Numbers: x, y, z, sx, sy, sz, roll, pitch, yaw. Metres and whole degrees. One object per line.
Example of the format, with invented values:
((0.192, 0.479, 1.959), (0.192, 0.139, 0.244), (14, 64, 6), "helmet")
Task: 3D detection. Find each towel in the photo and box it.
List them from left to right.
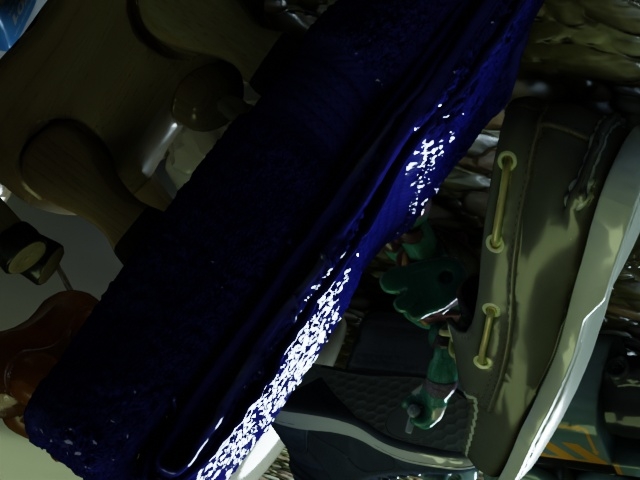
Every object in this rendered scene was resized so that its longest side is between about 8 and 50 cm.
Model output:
((0.000, 0.000, 0.600), (0.076, 0.308, 0.227), (33, 165, 13), "towel")

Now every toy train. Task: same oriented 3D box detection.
((0.179, 0.151, 1.158), (0.334, 0.142, 0.190), (4, 148, 31), "toy train")

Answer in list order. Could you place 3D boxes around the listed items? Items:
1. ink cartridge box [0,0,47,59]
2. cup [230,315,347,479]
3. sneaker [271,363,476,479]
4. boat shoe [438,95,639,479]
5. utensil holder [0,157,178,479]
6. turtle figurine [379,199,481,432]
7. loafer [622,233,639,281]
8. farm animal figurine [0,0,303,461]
((-0.221, -0.135, 0.739), (0.140, 0.082, 0.190), (15, 160, 2), "ink cartridge box")
((-0.163, 0.154, 1.268), (0.331, 0.237, 0.331), (15, 162, 5), "cup")
((0.062, 0.197, 1.100), (0.226, 0.086, 0.163), (9, 128, 38), "sneaker")
((0.129, 0.041, 0.792), (0.091, 0.109, 0.305), (25, 136, 16), "boat shoe")
((-0.311, 0.034, 0.922), (0.386, 0.327, 0.327), (15, 161, -3), "utensil holder")
((0.067, 0.035, 0.950), (0.175, 0.118, 0.234), (53, 170, 20), "turtle figurine")
((0.212, -0.004, 0.813), (0.148, 0.050, 0.056), (42, 144, -21), "loafer")
((-0.139, -0.045, 0.599), (0.172, 0.327, 0.330), (40, 168, 12), "farm animal figurine")
